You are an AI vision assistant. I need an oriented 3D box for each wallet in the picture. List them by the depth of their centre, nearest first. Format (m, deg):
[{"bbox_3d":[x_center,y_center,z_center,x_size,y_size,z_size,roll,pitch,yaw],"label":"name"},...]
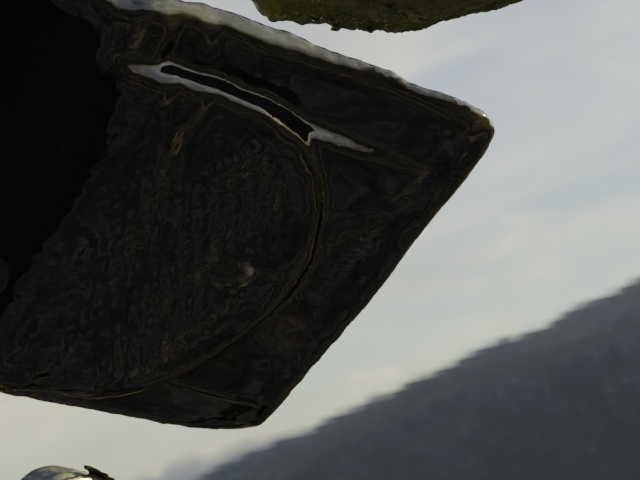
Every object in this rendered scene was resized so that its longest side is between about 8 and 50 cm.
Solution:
[{"bbox_3d":[-0.116,-0.011,0.831,0.323,0.041,0.247,17,-52,-25],"label":"wallet"}]

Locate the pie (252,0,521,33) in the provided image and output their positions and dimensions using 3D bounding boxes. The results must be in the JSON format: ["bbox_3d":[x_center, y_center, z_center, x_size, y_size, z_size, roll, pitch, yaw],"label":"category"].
[{"bbox_3d":[0.039,-0.273,1.217,0.323,0.323,0.070,-17,16,31],"label":"pie"}]

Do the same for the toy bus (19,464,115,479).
[{"bbox_3d":[-0.210,0.100,0.653,0.143,0.153,0.329,8,-22,34],"label":"toy bus"}]
